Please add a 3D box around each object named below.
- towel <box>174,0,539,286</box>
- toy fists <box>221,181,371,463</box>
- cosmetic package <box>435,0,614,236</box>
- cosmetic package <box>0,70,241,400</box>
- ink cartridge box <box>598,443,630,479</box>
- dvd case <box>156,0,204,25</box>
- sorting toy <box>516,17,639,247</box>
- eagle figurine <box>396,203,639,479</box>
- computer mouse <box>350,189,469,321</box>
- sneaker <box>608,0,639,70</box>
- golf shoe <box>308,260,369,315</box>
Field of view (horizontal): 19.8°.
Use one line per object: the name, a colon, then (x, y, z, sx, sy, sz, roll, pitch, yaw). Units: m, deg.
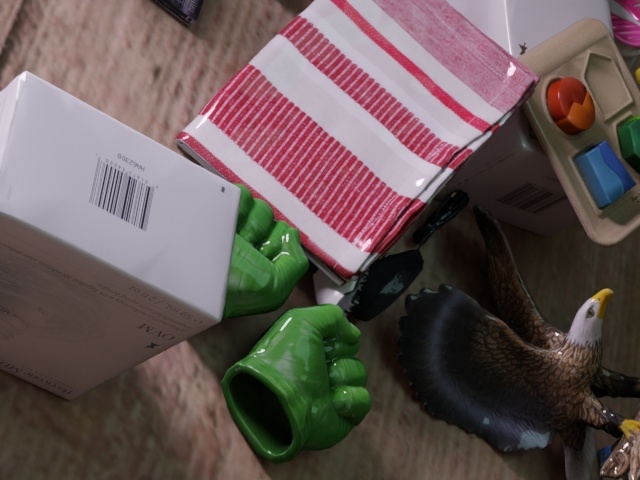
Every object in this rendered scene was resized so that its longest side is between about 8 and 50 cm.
towel: (0.044, -0.136, 1.873, 0.237, 0.037, 0.329, 41, 65, 6)
toy fists: (-0.048, 0.071, 1.756, 0.142, 0.096, 0.279, -33, 91, -49)
cosmetic package: (0.231, -0.212, 2.140, 0.197, 0.155, 0.365, 16, 59, -36)
cosmetic package: (-0.226, 0.006, 1.522, 0.224, 0.225, 0.138, 28, 53, -30)
ink cartridge box: (0.344, 0.277, 2.068, 0.048, 0.028, 0.083, 18, 56, -37)
dvd case: (-0.197, -0.344, 1.900, 0.221, 0.018, 0.164, 36, 48, -25)
sorting toy: (0.341, -0.144, 2.061, 0.307, 0.041, 0.229, -33, 93, -46)
eagle figurine: (0.237, 0.122, 1.970, 0.298, 0.225, 0.226, 28, -1, 8)
computer mouse: (0.092, 0.006, 1.947, 0.041, 0.071, 0.242, 49, 41, -7)
sneaker: (0.326, -0.296, 2.325, 0.103, 0.111, 0.252, -5, 49, -24)
golf shoe: (0.000, 0.000, 1.869, 0.094, 0.077, 0.198, 19, 51, -19)
